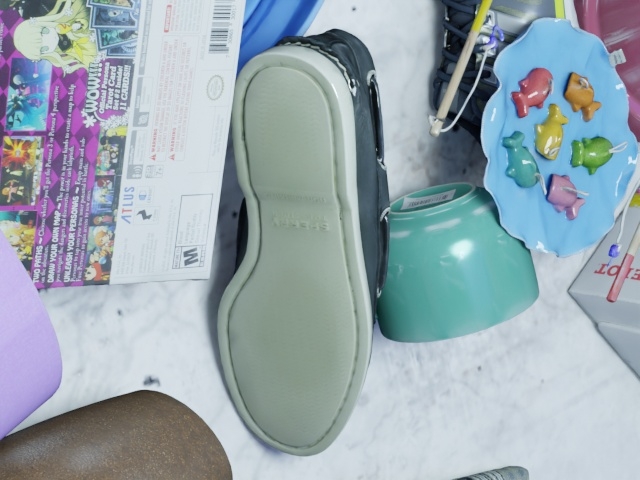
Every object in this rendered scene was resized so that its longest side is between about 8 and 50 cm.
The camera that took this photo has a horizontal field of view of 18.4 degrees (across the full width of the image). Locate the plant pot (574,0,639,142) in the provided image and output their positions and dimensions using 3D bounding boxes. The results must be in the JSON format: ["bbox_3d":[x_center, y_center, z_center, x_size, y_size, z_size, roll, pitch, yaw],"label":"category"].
[{"bbox_3d":[0.324,-0.186,1.623,0.201,0.180,0.201,3,82,-20],"label":"plant pot"}]

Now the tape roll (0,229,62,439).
[{"bbox_3d":[-0.280,0.015,1.185,0.090,0.275,0.275,-41,117,-24],"label":"tape roll"}]

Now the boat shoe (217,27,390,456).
[{"bbox_3d":[-0.004,-0.001,1.469,0.113,0.127,0.340,-47,139,-53],"label":"boat shoe"}]

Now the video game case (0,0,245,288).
[{"bbox_3d":[-0.157,-0.081,1.309,0.210,0.042,0.232,-4,111,-31],"label":"video game case"}]

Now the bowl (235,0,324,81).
[{"bbox_3d":[-0.153,-0.267,1.366,0.391,0.077,0.391,-5,99,-36],"label":"bowl"}]

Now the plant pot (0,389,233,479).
[{"bbox_3d":[-0.170,0.209,1.351,0.230,0.215,0.215,-40,118,-41],"label":"plant pot"}]

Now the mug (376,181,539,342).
[{"bbox_3d":[0.087,0.016,1.541,0.158,0.129,0.097,-23,106,-31],"label":"mug"}]

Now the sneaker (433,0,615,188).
[{"bbox_3d":[0.139,-0.158,1.575,0.121,0.111,0.300,-38,114,-23],"label":"sneaker"}]

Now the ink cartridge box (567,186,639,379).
[{"bbox_3d":[0.397,0.015,1.724,0.270,0.198,0.197,-53,122,-18],"label":"ink cartridge box"}]

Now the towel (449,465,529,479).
[{"bbox_3d":[0.075,0.358,1.588,0.312,0.056,0.324,-8,100,-54],"label":"towel"}]

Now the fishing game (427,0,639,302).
[{"bbox_3d":[0.194,-0.080,1.531,0.264,0.041,0.189,44,62,-34],"label":"fishing game"}]
